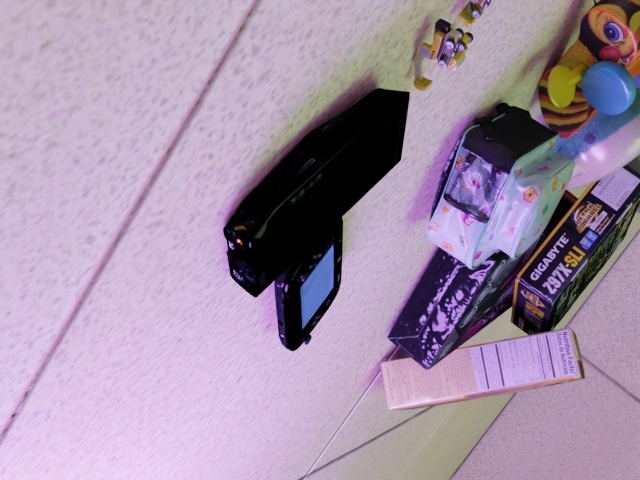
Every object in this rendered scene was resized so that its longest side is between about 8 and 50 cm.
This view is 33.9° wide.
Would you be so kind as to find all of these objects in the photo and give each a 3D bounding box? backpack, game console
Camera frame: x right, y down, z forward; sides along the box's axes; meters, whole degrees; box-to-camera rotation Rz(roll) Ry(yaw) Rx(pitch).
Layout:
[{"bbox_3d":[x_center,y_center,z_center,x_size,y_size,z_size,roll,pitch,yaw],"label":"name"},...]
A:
[{"bbox_3d":[0.222,-0.055,1.327,0.166,0.144,0.188,-35,159,-52],"label":"backpack"},{"bbox_3d":[0.000,0.000,1.069,0.213,0.044,0.361,-44,160,-20],"label":"game console"}]

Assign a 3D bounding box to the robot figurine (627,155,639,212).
[{"bbox_3d":[0.630,-0.156,1.877,0.353,0.300,0.199,85,12,-79],"label":"robot figurine"}]

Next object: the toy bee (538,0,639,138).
[{"bbox_3d":[0.373,-0.255,1.335,0.298,0.162,0.195,-34,-176,38],"label":"toy bee"}]

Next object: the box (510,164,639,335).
[{"bbox_3d":[0.429,0.028,1.770,0.257,0.079,0.322,-52,163,-8],"label":"box"}]

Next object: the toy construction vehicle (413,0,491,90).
[{"bbox_3d":[0.125,-0.199,1.011,0.086,0.035,0.098,-51,167,-35],"label":"toy construction vehicle"}]

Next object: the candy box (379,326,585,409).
[{"bbox_3d":[0.277,0.220,1.765,0.317,0.087,0.183,-13,169,14],"label":"candy box"}]

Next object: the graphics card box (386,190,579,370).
[{"bbox_3d":[0.275,0.044,1.705,0.371,0.094,0.232,-23,147,-53],"label":"graphics card box"}]

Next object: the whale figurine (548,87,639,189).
[{"bbox_3d":[0.394,-0.159,1.593,0.216,0.141,0.272,-33,179,-41],"label":"whale figurine"}]
